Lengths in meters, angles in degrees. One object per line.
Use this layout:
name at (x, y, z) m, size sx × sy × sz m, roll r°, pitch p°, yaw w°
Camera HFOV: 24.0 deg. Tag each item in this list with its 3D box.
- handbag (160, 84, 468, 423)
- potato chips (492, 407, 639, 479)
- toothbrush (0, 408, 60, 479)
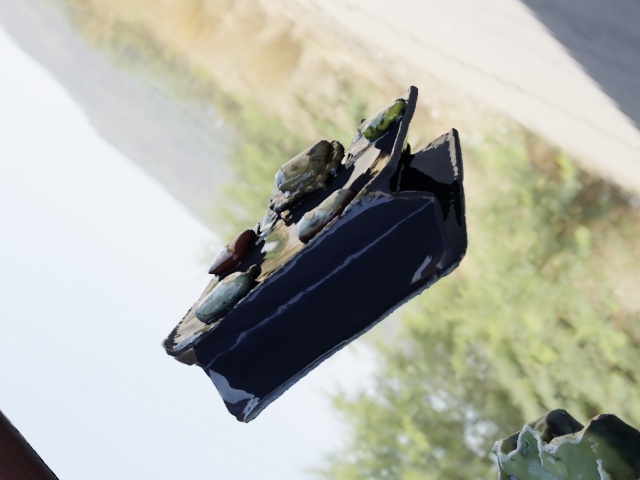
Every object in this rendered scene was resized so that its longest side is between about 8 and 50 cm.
handbag at (0.000, 0.000, 1.523) m, size 0.122 × 0.303 × 0.329 m, roll 46°, pitch -158°, yaw -15°
potato chips at (0.260, 0.245, 0.749) m, size 0.429 × 0.070 × 0.358 m, roll 45°, pitch 169°, yaw -2°
toothbrush at (-0.169, 0.026, 0.537) m, size 0.364 × 0.041 × 0.041 m, roll 47°, pitch -176°, yaw 12°
